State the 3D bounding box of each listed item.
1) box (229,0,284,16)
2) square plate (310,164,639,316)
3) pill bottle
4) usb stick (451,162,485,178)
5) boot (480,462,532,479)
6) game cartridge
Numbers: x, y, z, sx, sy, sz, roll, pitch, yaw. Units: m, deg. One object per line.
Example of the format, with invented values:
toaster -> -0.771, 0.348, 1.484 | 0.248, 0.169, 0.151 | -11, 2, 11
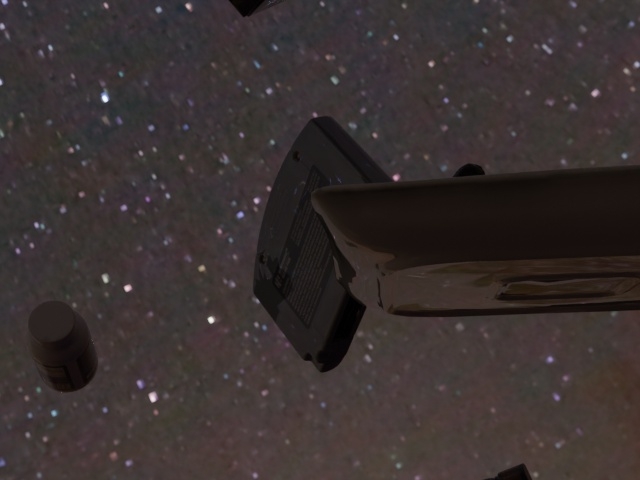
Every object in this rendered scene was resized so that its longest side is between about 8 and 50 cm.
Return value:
box -> -0.079, -0.421, 1.157 | 0.097, 0.318, 0.395 | -42, 3, 31
square plate -> 0.177, 0.013, 0.775 | 0.347, 0.049, 0.344 | -2, -12, 3
pill bottle -> -0.395, 0.158, 1.628 | 0.094, 0.094, 0.169 | -22, -26, -15
usb stick -> 0.237, -0.048, 1.746 | 0.077, 0.045, 0.278 | -45, -19, -7
boot -> 0.152, 0.298, 0.860 | 0.106, 0.219, 0.082 | -22, -36, 11
game cartridge -> 0.000, 0.000, 1.368 | 0.060, 0.196, 0.294 | -13, -42, -38
